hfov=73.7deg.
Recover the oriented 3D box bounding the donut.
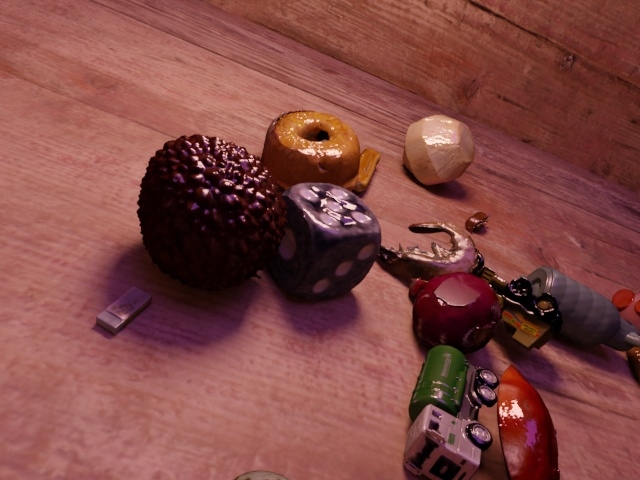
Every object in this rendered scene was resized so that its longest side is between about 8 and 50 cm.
[{"bbox_3d":[-0.026,-0.244,1.196,0.299,0.150,0.317,-20,47,-31],"label":"donut"}]

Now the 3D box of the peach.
[{"bbox_3d":[0.353,0.317,0.704,0.189,0.068,0.279,56,35,-26],"label":"peach"}]

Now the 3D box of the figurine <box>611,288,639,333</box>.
[{"bbox_3d":[0.949,0.227,1.218,0.173,0.173,0.173,18,34,-13],"label":"figurine"}]

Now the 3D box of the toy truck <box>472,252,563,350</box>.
[{"bbox_3d":[0.419,0.140,0.999,0.257,0.127,0.127,42,-2,41],"label":"toy truck"}]

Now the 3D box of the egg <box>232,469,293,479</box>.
[{"bbox_3d":[-0.038,0.334,0.408,0.169,0.169,0.231,2,27,-32],"label":"egg"}]

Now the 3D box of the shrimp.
[{"bbox_3d":[0.256,0.017,1.037,0.253,0.058,0.173,19,70,22],"label":"shrimp"}]

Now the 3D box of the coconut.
[{"bbox_3d":[0.418,-0.324,1.564,0.259,0.259,0.259,18,34,-13],"label":"coconut"}]

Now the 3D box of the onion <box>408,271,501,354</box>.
[{"bbox_3d":[0.270,0.131,0.920,0.195,0.140,0.218,-19,39,-22],"label":"onion"}]

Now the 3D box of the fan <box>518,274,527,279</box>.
[{"bbox_3d":[0.563,0.137,1.213,0.038,0.016,0.193,43,36,20],"label":"fan"}]

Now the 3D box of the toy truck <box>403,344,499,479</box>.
[{"bbox_3d":[0.214,0.278,0.714,0.125,0.101,0.242,28,30,11],"label":"toy truck"}]

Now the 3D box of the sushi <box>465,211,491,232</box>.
[{"bbox_3d":[0.529,-0.065,1.432,0.055,0.052,0.120,41,36,21],"label":"sushi"}]

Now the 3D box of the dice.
[{"bbox_3d":[0.000,0.000,0.871,0.183,0.182,0.181,-5,45,-36],"label":"dice"}]

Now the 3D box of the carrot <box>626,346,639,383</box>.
[{"bbox_3d":[0.822,0.349,1.074,0.049,0.049,0.254,28,36,3],"label":"carrot"}]

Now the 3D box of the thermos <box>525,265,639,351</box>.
[{"bbox_3d":[0.665,0.190,1.113,0.286,0.145,0.182,28,3,-2],"label":"thermos"}]

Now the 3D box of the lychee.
[{"bbox_3d":[-0.189,-0.040,0.758,0.264,0.300,0.264,-15,31,10],"label":"lychee"}]

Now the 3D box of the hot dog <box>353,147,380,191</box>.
[{"bbox_3d":[0.141,-0.230,1.388,0.088,0.061,0.286,30,36,6],"label":"hot dog"}]

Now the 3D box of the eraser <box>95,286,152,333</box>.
[{"bbox_3d":[-0.305,0.107,0.668,0.038,0.019,0.083,30,34,3],"label":"eraser"}]

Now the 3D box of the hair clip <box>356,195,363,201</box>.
[{"bbox_3d":[0.082,-0.027,1.009,0.102,0.138,0.123,33,26,2],"label":"hair clip"}]
